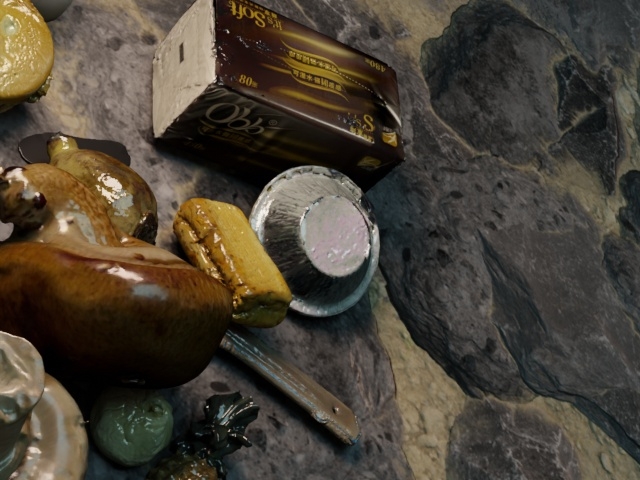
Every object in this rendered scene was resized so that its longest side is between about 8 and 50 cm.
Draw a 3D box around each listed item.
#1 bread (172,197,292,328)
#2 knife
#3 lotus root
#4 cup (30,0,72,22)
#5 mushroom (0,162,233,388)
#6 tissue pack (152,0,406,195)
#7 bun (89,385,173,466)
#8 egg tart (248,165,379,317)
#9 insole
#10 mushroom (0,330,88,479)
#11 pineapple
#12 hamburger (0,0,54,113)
[{"bbox_3d":[-0.126,0.033,2.117,0.114,0.083,0.211,14,33,-47],"label":"bread"},{"bbox_3d":[-0.084,0.177,2.109,0.365,0.043,0.089,39,40,-16],"label":"knife"},{"bbox_3d":[-0.302,-0.059,2.029,0.138,0.138,0.214,-14,54,-48],"label":"lotus root"},{"bbox_3d":[-0.478,-0.452,2.115,0.312,0.205,0.205,29,43,-24],"label":"cup"},{"bbox_3d":[-0.265,0.047,1.835,0.345,0.345,0.260,8,91,-40],"label":"mushroom"},{"bbox_3d":[-0.072,-0.212,2.310,0.370,0.198,0.210,20,52,-32],"label":"tissue pack"},{"bbox_3d":[-0.235,0.228,1.899,0.115,0.069,0.115,23,45,-26],"label":"bun"},{"bbox_3d":[0.000,0.000,2.240,0.234,0.094,0.234,5,81,-32],"label":"egg tart"},{"bbox_3d":[-0.348,-0.125,2.131,0.188,0.004,0.064,0,59,-43],"label":"insole"},{"bbox_3d":[-0.365,0.211,1.614,0.292,0.290,0.293,21,48,-25],"label":"mushroom"},{"bbox_3d":[-0.152,0.283,1.900,0.111,0.119,0.237,60,36,-23],"label":"pineapple"},{"bbox_3d":[-0.468,-0.255,2.033,0.215,0.122,0.189,44,45,-12],"label":"hamburger"}]
